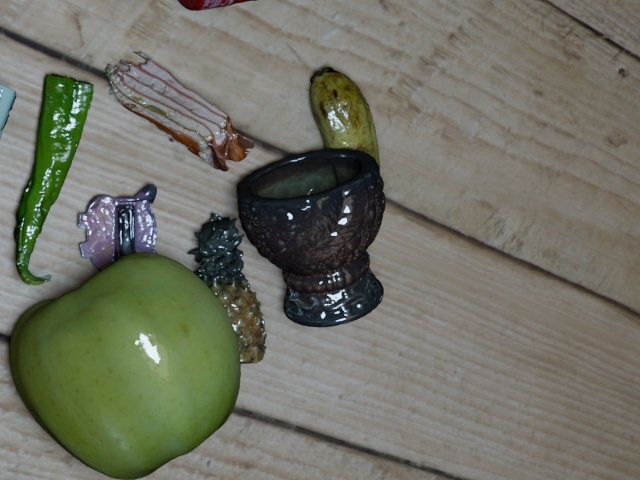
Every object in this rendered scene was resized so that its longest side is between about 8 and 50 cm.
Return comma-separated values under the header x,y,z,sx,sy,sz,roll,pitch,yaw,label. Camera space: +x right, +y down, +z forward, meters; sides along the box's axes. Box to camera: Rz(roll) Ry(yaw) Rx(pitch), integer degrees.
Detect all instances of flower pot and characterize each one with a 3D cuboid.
x,y,z,sx,sy,sz,roll,pitch,yaw,label
0.000,0.000,1.757,0.267,0.267,0.267,-23,114,-22,flower pot

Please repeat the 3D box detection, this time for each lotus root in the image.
x,y,z,sx,sy,sz,roll,pitch,yaw,label
0.055,-0.209,1.845,0.110,0.097,0.258,-31,111,-23,lotus root

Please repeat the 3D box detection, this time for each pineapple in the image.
x,y,z,sx,sy,sz,roll,pitch,yaw,label
-0.173,0.086,1.735,0.158,0.158,0.278,-2,92,-26,pineapple

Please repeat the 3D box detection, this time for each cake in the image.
x,y,z,sx,sy,sz,roll,pitch,yaw,label
-0.253,-0.223,1.705,0.287,0.135,0.098,37,83,-4,cake

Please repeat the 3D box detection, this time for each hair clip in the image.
x,y,z,sx,sy,sz,roll,pitch,yaw,label
-0.351,0.000,1.697,0.146,0.056,0.187,-7,89,-24,hair clip

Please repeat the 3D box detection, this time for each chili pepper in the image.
x,y,z,sx,sy,sz,roll,pitch,yaw,label
-0.454,-0.102,1.618,0.085,0.076,0.358,11,86,-7,chili pepper

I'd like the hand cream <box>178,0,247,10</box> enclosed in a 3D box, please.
x,y,z,sx,sy,sz,roll,pitch,yaw,label
-0.179,-0.506,1.631,0.150,0.230,0.230,-19,103,-22,hand cream

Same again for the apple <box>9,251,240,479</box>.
x,y,z,sx,sy,sz,roll,pitch,yaw,label
-0.317,0.224,1.624,0.312,0.320,0.360,-39,103,-39,apple

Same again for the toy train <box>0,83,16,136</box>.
x,y,z,sx,sy,sz,roll,pitch,yaw,label
-0.601,-0.066,1.547,0.088,0.086,0.406,23,86,-32,toy train
